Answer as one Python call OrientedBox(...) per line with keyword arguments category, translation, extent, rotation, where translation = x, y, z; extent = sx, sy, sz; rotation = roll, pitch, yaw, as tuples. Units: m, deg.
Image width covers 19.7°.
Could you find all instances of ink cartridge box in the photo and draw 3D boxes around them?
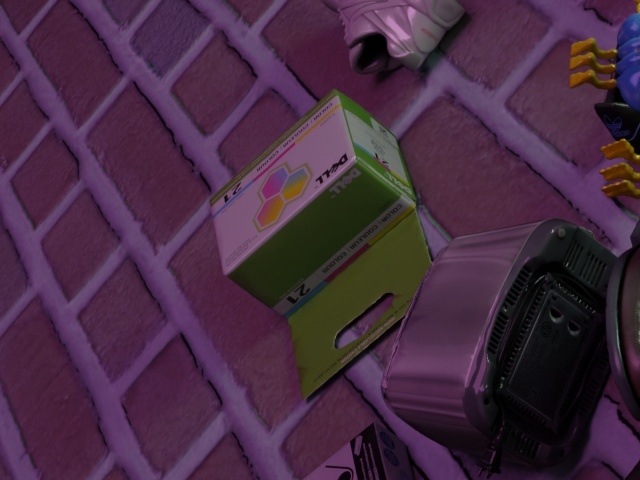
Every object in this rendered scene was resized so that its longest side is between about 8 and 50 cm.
OrientedBox(category="ink cartridge box", translation=(0.041, 0.257, 1.538), extent=(0.097, 0.046, 0.207), rotation=(-42, 33, 20))
OrientedBox(category="ink cartridge box", translation=(0.000, 0.000, 1.803), extent=(0.189, 0.097, 0.255), rotation=(-41, 32, 19))

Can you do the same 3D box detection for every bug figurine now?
OrientedBox(category="bug figurine", translation=(0.309, -0.120, 1.331), extent=(0.279, 0.072, 0.216), rotation=(-17, 50, 40))

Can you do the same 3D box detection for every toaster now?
OrientedBox(category="toaster", translation=(0.146, 0.090, 1.493), extent=(0.146, 0.129, 0.227), rotation=(-2, 59, 57))

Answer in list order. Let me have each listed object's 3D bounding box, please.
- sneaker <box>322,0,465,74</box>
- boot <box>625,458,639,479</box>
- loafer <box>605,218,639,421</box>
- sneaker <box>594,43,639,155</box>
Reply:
OrientedBox(category="sneaker", translation=(0.051, -0.237, 1.984), extent=(0.115, 0.090, 0.232), rotation=(-59, 30, -3))
OrientedBox(category="boot", translation=(0.248, 0.163, 1.346), extent=(0.198, 0.077, 0.137), rotation=(-33, 30, 7))
OrientedBox(category="loafer", translation=(0.269, 0.037, 1.356), extent=(0.084, 0.096, 0.267), rotation=(-18, 20, 24))
OrientedBox(category="sneaker", translation=(0.308, -0.177, 1.575), extent=(0.081, 0.090, 0.232), rotation=(-2, 57, 52))
